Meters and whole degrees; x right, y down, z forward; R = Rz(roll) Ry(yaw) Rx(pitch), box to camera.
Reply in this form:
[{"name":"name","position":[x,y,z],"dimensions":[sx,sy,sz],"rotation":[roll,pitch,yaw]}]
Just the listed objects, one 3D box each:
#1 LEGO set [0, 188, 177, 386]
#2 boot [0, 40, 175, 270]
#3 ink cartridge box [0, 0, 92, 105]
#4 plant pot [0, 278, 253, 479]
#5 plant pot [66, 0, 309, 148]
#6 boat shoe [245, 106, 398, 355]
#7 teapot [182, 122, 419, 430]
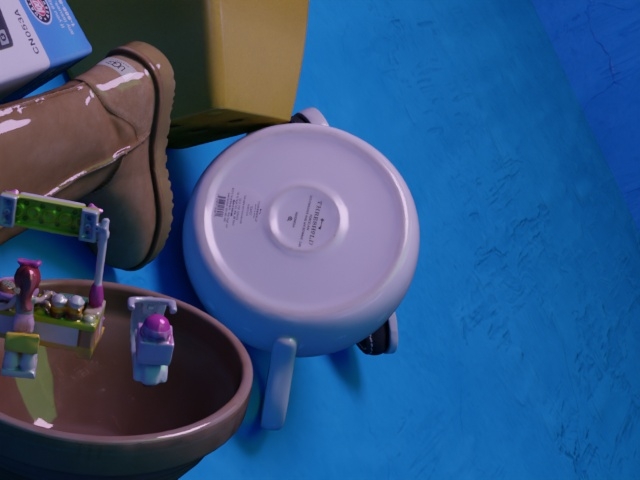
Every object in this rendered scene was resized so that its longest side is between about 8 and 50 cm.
[{"name":"LEGO set","position":[-0.241,0.031,0.891],"dimensions":[0.287,0.107,0.132],"rotation":[2,24,-22]},{"name":"boot","position":[-0.236,-0.027,1.058],"dimensions":[0.269,0.089,0.236],"rotation":[-37,142,-46]},{"name":"ink cartridge box","position":[-0.339,-0.184,0.964],"dimensions":[0.223,0.129,0.307],"rotation":[63,26,-6]},{"name":"plant pot","position":[-0.174,0.127,0.977],"dimensions":[0.237,0.237,0.109],"rotation":[-47,151,-63]},{"name":"plant pot","position":[-0.133,-0.199,1.304],"dimensions":[0.212,0.212,0.187],"rotation":[1,78,-62]},{"name":"boat shoe","position":[0.000,0.000,1.508],"dimensions":[0.302,0.091,0.114],"rotation":[68,-18,7]},{"name":"teapot","position":[-0.023,0.021,1.335],"dimensions":[0.252,0.256,0.187],"rotation":[51,-19,17]}]
